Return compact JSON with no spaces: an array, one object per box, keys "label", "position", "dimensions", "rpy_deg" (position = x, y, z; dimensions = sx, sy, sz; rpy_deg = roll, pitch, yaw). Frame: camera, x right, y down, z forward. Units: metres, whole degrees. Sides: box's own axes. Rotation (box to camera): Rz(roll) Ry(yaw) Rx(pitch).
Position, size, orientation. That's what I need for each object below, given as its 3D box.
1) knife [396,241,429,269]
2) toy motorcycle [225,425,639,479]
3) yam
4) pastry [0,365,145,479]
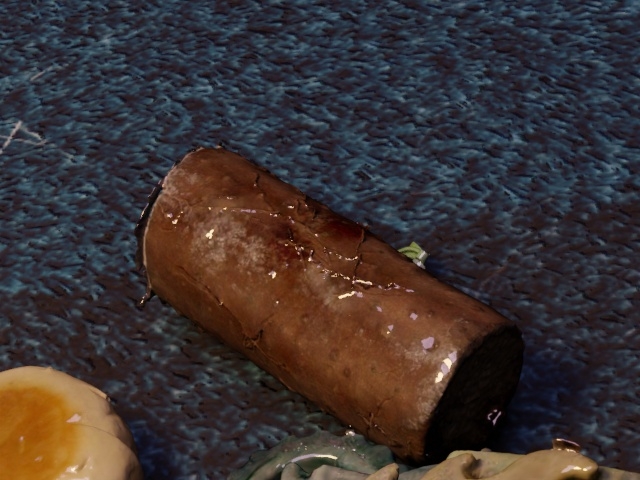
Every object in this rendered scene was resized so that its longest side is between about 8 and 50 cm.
[{"label":"knife","position":[0.001,0.002,1.360],"dimensions":[0.078,0.022,0.166],"rpy_deg":[-44,52,-15]},{"label":"toy motorcycle","position":[0.101,0.221,1.027],"dimensions":[0.410,0.168,0.237],"rpy_deg":[10,42,27]},{"label":"yam","position":[0.002,0.045,1.249],"dimensions":[0.280,0.131,0.131],"rpy_deg":[32,58,34]},{"label":"pastry","position":[-0.188,0.156,1.198],"dimensions":[0.156,0.092,0.156],"rpy_deg":[-7,42,7]}]
